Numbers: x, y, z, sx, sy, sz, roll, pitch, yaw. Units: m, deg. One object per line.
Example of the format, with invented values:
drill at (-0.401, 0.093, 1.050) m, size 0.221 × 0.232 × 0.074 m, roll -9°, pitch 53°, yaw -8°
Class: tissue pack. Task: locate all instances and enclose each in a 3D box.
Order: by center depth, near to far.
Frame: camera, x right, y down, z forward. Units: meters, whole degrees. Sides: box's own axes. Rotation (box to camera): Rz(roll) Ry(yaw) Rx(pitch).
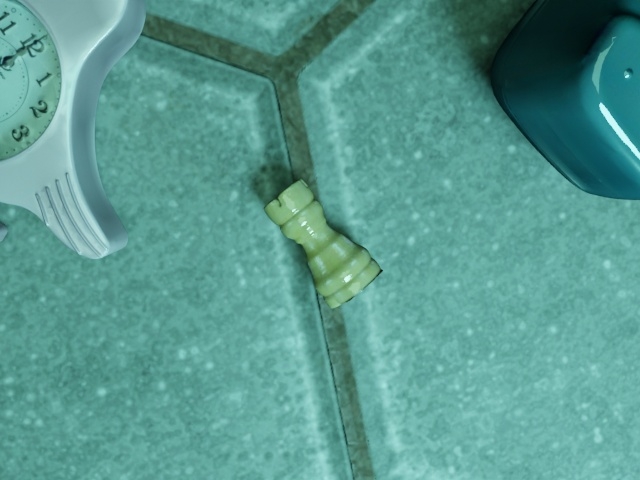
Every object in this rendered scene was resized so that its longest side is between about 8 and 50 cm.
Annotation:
tissue pack at (0.298, -0.185, 0.575) m, size 0.198 × 0.206 × 0.287 m, roll 41°, pitch 93°, yaw -17°

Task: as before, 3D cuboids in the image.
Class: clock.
clock at (-0.256, -0.118, 0.585) m, size 0.275 × 0.080 × 0.290 m, roll -31°, pitch 99°, yaw -1°

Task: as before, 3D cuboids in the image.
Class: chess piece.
chess piece at (0.000, 0.000, 0.634) m, size 0.066 × 0.066 × 0.122 m, roll -37°, pitch 93°, yaw -1°
